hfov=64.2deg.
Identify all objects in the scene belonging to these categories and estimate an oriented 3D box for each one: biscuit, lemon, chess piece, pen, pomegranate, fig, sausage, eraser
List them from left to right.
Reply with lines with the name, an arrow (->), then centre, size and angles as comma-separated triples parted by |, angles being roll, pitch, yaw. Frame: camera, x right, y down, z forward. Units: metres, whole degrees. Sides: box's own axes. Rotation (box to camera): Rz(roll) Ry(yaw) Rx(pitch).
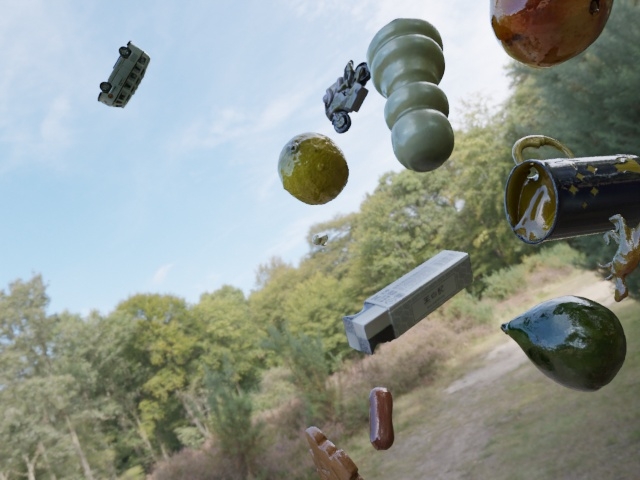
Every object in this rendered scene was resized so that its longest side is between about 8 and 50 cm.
lemon -> -0.021, -0.197, 1.409 | 0.192, 0.192, 0.231 | -29, -39, 19
pen -> 0.000, 0.000, 1.347 | 0.032, 0.040, 0.233 | -9, 2, 5
biscuit -> 0.051, 0.641, 1.342 | 0.043, 0.284, 0.306 | -31, -34, -28
sausage -> 0.189, 0.553, 1.585 | 0.077, 0.194, 0.077 | 1, -35, 1
eraser -> 0.241, 0.154, 1.348 | 0.404, 0.096, 0.098 | -29, 23, -30
chess piece -> 0.202, -0.295, 1.087 | 0.183, 0.330, 0.182 | -3, -30, -2
pomegranate -> 0.401, -0.416, 0.889 | 0.209, 0.209, 0.209 | -24, -12, -5
fig -> 0.498, 0.209, 1.069 | 0.245, 0.195, 0.195 | 3, 3, 29

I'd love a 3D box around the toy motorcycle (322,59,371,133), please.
toy motorcycle -> 0.069, -0.440, 1.551 | 0.073, 0.152, 0.224 | 13, -78, -47

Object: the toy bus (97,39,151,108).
toy bus -> -0.554, -0.461, 1.446 | 0.193, 0.089, 0.087 | -61, 19, -2

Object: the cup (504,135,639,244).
cup -> 0.546, -0.134, 1.086 | 0.257, 0.254, 0.178 | -7, -8, -13

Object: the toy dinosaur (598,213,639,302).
toy dinosaur -> 0.507, 0.013, 0.821 | 0.039, 0.126, 0.162 | 4, -31, -13
